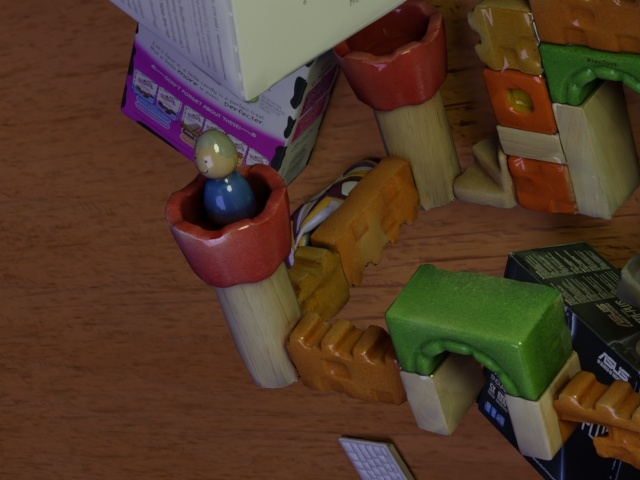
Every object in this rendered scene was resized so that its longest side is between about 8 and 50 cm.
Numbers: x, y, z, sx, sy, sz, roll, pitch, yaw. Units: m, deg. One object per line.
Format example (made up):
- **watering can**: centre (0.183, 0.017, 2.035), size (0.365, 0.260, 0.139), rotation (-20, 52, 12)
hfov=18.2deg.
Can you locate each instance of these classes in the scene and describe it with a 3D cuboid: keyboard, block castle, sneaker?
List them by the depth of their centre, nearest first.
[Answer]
- **block castle**: centre (0.154, -0.029, 1.329), size (0.453, 0.303, 0.213), rotation (11, 135, 35)
- **sneaker**: centre (0.000, 0.000, 1.702), size (0.069, 0.084, 0.185), rotation (41, 145, 1)
- **keyboard**: centre (0.100, 0.295, 1.990), size (0.072, 0.014, 0.256), rotation (-4, 125, 46)

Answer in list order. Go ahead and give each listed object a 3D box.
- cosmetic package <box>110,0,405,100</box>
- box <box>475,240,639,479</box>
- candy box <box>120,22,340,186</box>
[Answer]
- **cosmetic package**: centre (-0.102, -0.276, 1.332), size (0.365, 0.197, 0.155), rotation (39, 151, 35)
- **box**: centre (0.208, 0.110, 1.525), size (0.180, 0.077, 0.147), rotation (47, 136, 46)
- **candy box**: centre (-0.068, -0.151, 1.614), size (0.159, 0.071, 0.233), rotation (35, 146, 10)
